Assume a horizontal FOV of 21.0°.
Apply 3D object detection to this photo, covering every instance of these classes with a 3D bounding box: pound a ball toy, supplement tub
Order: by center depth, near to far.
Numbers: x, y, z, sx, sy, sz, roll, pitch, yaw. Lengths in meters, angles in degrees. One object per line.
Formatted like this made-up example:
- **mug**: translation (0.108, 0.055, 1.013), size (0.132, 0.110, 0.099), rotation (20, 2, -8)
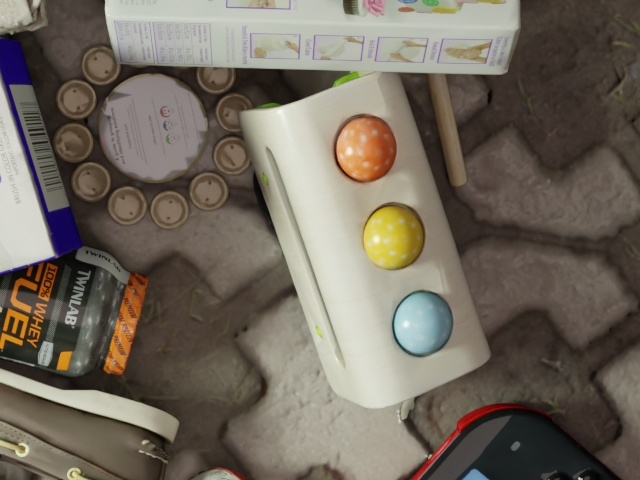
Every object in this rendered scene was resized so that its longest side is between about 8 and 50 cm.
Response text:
- **pound a ball toy**: translation (0.072, -0.042, 1.496), size (0.208, 0.136, 0.319), rotation (-22, 102, -19)
- **supplement tub**: translation (-0.253, 0.051, 1.510), size (0.190, 0.117, 0.117), rotation (14, 95, -6)

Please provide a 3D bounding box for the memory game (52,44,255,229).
- **memory game**: translation (-0.149, -0.100, 1.554), size (0.186, 0.012, 0.186), rotation (-1, 97, -5)

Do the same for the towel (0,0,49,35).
- **towel**: translation (-0.360, -0.239, 1.406), size (0.282, 0.049, 0.187), rotation (-10, 82, 10)

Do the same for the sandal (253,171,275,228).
- **sandal**: translation (0.000, 0.000, 1.564), size (0.067, 0.040, 0.179), rotation (-29, 98, -1)

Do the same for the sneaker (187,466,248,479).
- **sneaker**: translation (-0.125, 0.310, 1.563), size (0.088, 0.093, 0.225), rotation (28, 93, -7)

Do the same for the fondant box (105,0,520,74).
- **fondant box**: translation (-0.005, -0.264, 1.429), size (0.330, 0.096, 0.238), rotation (1, 69, 0)

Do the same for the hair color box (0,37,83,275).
- **hair color box**: translation (-0.385, -0.029, 1.391), size (0.339, 0.110, 0.185), rotation (-17, 93, 6)

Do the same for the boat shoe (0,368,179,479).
- **boat shoe**: translation (-0.290, 0.161, 1.514), size (0.324, 0.116, 0.096), rotation (16, 75, -11)

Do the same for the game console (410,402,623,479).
- **game console**: translation (0.165, 0.377, 1.613), size (0.342, 0.060, 0.386), rotation (41, 92, -8)
